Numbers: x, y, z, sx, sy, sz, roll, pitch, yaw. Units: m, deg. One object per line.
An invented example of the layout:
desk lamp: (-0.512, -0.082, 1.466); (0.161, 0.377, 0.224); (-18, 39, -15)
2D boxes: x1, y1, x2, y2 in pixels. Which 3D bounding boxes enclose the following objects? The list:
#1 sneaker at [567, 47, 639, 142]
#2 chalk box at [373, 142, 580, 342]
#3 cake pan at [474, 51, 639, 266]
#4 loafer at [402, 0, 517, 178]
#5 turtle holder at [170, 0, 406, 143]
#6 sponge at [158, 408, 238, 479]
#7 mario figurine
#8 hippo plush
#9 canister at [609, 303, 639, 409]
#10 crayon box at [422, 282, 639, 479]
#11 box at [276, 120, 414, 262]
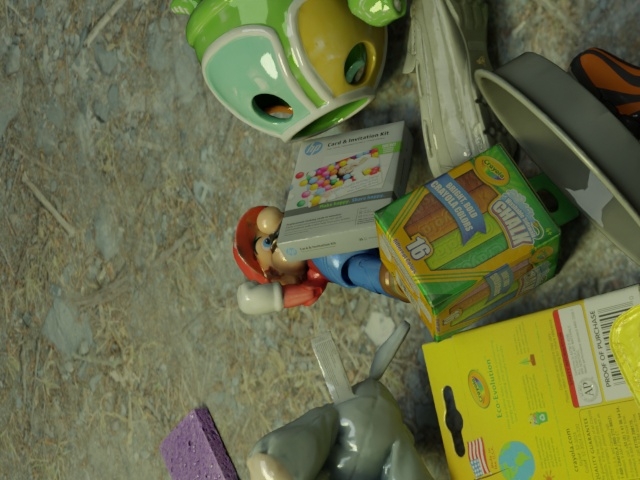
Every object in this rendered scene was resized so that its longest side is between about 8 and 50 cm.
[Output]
sneaker: (0.402, -0.134, 1.294); (0.321, 0.124, 0.180); (42, 117, 25)
chalk box: (0.184, -0.007, 1.473); (0.132, 0.213, 0.132); (57, 174, 23)
cake pan: (0.272, -0.079, 1.332); (0.054, 0.293, 0.293); (-42, 56, 2)
loafer: (0.141, -0.225, 1.562); (0.111, 0.112, 0.319); (-16, 81, 38)
turtle holder: (-0.009, -0.266, 1.654); (0.320, 0.243, 0.227); (-28, 84, 25)
sponge: (-0.168, 0.367, 1.979); (0.117, 0.031, 0.210); (-49, 57, 36)
mario figurine: (0.000, 0.000, 1.672); (0.320, 0.198, 0.170); (1, 105, 43)
hippo plush: (0.003, 0.286, 1.603); (0.236, 0.234, 0.294); (128, 131, -60)
canister: (0.372, 0.117, 1.281); (0.073, 0.170, 0.126); (-42, 62, 40)
crayon box: (0.266, 0.175, 1.464); (0.318, 0.081, 0.202); (-19, 78, 45)
box: (0.033, -0.061, 1.623); (0.145, 0.038, 0.186); (-10, 42, 23)
